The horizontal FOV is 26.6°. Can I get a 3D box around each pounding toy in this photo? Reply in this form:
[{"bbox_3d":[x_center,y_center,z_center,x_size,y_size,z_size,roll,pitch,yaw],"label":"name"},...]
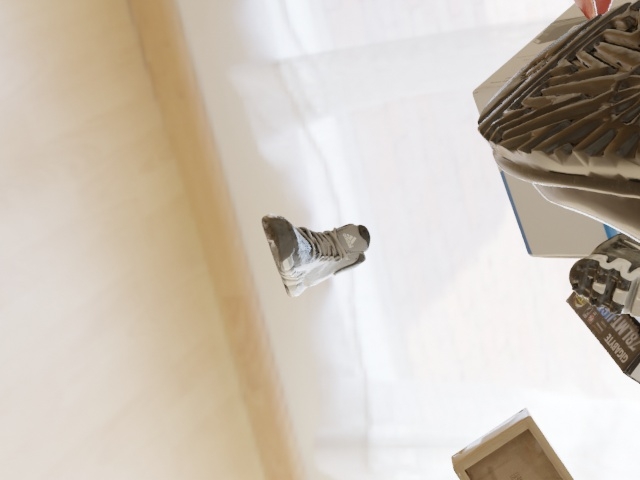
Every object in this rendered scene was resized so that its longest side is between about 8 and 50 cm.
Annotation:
[{"bbox_3d":[0.247,0.361,1.837,0.181,0.206,0.094,56,5,1],"label":"pounding toy"}]

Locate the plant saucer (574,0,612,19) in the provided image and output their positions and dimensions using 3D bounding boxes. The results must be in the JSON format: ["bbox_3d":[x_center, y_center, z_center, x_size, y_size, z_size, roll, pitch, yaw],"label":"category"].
[{"bbox_3d":[0.340,-0.435,1.641,0.258,0.048,0.259,-65,150,-23],"label":"plant saucer"}]

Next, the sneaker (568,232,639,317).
[{"bbox_3d":[0.385,0.058,1.415,0.106,0.234,0.078,-45,154,-36],"label":"sneaker"}]

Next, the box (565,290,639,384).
[{"bbox_3d":[0.530,0.189,2.005,0.293,0.073,0.295,35,10,-16],"label":"box"}]

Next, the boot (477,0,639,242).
[{"bbox_3d":[0.238,0.020,0.702,0.131,0.348,0.260,-39,115,-10],"label":"boot"}]

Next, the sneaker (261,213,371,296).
[{"bbox_3d":[0.000,0.000,1.773,0.228,0.132,0.086,78,-8,-75],"label":"sneaker"}]

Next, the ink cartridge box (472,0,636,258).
[{"bbox_3d":[0.430,-0.192,2.033,0.395,0.166,0.285,-41,119,-39],"label":"ink cartridge box"}]
